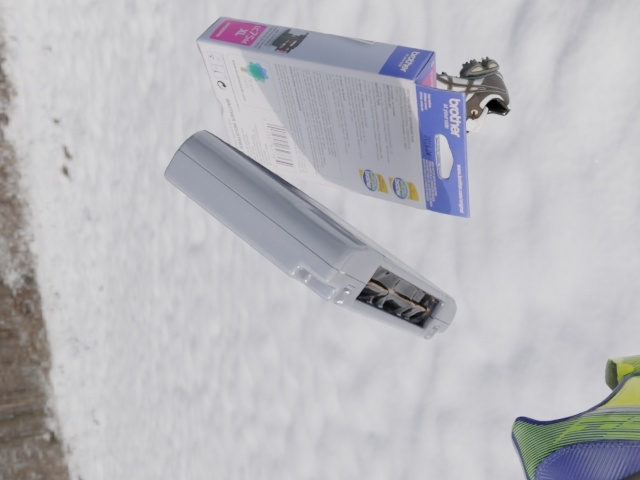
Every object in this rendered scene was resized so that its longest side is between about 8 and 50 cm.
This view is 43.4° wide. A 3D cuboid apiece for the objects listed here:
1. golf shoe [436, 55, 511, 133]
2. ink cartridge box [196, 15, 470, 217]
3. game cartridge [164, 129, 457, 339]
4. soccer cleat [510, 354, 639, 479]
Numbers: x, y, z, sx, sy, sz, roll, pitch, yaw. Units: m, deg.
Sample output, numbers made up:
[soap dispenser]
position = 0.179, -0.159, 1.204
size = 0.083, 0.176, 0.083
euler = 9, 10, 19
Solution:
[golf shoe]
position = 0.183, -0.188, 1.129
size = 0.093, 0.198, 0.077
euler = 63, 164, 14
[ink cartridge box]
position = 0.025, -0.136, 0.890
size = 0.311, 0.065, 0.185
euler = 18, 145, 26
[game cartridge]
position = 0.000, 0.000, 0.707
size = 0.198, 0.297, 0.062
euler = 41, 96, 26
[soccer cleat]
position = 0.266, 0.104, 0.552
size = 0.121, 0.289, 0.093
euler = 54, 160, 44
